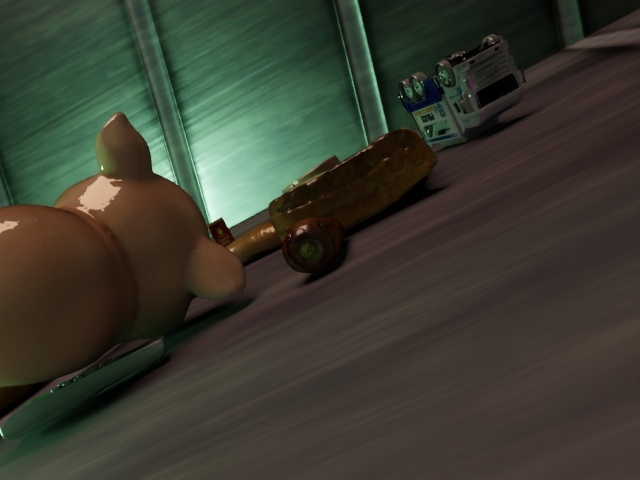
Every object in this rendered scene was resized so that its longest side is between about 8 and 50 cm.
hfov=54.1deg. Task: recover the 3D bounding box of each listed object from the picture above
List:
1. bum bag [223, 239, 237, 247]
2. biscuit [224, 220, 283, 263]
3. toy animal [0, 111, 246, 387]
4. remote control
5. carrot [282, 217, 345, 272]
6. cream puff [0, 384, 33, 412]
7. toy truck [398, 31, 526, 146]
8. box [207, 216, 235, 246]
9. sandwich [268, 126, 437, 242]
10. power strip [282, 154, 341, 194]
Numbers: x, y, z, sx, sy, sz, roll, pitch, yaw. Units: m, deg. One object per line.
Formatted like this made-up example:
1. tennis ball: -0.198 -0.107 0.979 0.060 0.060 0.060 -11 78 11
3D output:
1. bum bag: -0.282 0.041 1.607 0.159 0.026 0.109 -27 5 -43
2. biscuit: -0.153 0.027 1.085 0.207 0.047 0.164 -30 6 -10
3. toy animal: -0.251 0.031 0.663 0.269 0.237 0.326 -36 -1 4
4. remote control: -0.224 0.141 0.607 0.162 0.029 0.061 -26 3 -13
5. carrot: 0.000 0.000 0.677 0.055 0.055 0.161 -27 0 13
6. cream puff: -0.588 0.185 0.896 0.343 0.231 0.327 -34 12 -39
7. toy truck: 0.253 -0.256 1.125 0.124 0.155 0.268 -30 10 -8
8. box: -0.281 -0.019 1.773 0.051 0.082 0.023 -30 7 -8
9. sandwich: 0.046 -0.075 0.869 0.226 0.087 0.251 -26 5 9
10. power strip: -0.006 -0.123 1.417 0.154 0.078 0.154 -35 3 2
